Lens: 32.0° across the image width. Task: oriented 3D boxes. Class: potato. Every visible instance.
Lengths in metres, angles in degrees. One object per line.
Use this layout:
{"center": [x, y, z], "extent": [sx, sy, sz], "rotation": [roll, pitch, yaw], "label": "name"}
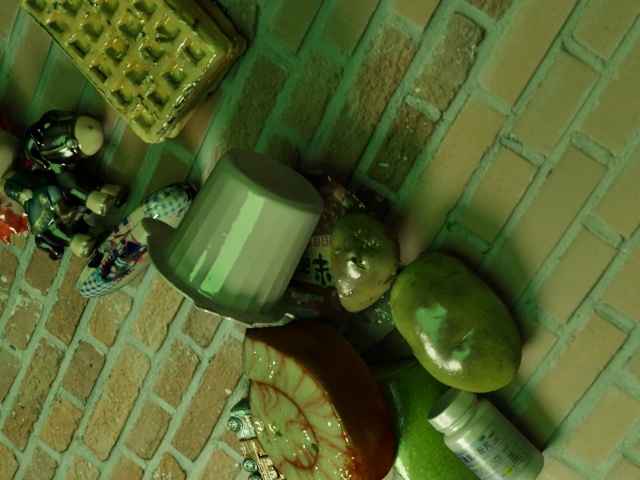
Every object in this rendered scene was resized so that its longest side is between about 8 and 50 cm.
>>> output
{"center": [0.067, 0.045, 1.751], "extent": [0.101, 0.089, 0.172], "rotation": [2, 107, 27], "label": "potato"}
{"center": [0.216, 0.136, 1.785], "extent": [0.169, 0.143, 0.248], "rotation": [-42, 95, 19], "label": "potato"}

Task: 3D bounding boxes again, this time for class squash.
{"center": [0.148, 0.353, 1.926], "extent": [0.203, 0.111, 0.288], "rotation": [-13, 103, 34], "label": "squash"}

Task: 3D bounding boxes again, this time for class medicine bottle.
{"center": [0.270, 0.328, 1.835], "extent": [0.186, 0.103, 0.103], "rotation": [45, 124, -4], "label": "medicine bottle"}

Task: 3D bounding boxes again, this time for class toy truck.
{"center": [-0.091, 0.376, 2.084], "extent": [0.115, 0.080, 0.177], "rotation": [-15, 102, 27], "label": "toy truck"}

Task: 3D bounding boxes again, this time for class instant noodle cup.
{"center": [0.000, 0.000, 1.881], "extent": [0.274, 0.091, 0.274], "rotation": [10, 113, 26], "label": "instant noodle cup"}

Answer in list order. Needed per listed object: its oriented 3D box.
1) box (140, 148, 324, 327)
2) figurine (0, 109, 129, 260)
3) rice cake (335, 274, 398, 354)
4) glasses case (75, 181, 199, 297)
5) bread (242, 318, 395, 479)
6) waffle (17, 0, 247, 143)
{"center": [-0.130, -0.030, 1.774], "extent": [0.291, 0.262, 0.206], "rotation": [40, 110, 23], "label": "box"}
{"center": [-0.561, -0.115, 2.088], "extent": [0.412, 0.241, 0.306], "rotation": [2, 118, 18], "label": "figurine"}
{"center": [0.058, 0.155, 1.932], "extent": [0.290, 0.051, 0.081], "rotation": [-39, 89, 34], "label": "rice cake"}
{"center": [-0.337, 0.003, 2.049], "extent": [0.327, 0.125, 0.076], "rotation": [-43, 77, 34], "label": "glasses case"}
{"center": [-0.007, 0.299, 1.891], "extent": [0.295, 0.114, 0.327], "rotation": [32, 137, 37], "label": "bread"}
{"center": [-0.329, -0.375, 1.913], "extent": [0.376, 0.114, 0.261], "rotation": [46, 126, 6], "label": "waffle"}
